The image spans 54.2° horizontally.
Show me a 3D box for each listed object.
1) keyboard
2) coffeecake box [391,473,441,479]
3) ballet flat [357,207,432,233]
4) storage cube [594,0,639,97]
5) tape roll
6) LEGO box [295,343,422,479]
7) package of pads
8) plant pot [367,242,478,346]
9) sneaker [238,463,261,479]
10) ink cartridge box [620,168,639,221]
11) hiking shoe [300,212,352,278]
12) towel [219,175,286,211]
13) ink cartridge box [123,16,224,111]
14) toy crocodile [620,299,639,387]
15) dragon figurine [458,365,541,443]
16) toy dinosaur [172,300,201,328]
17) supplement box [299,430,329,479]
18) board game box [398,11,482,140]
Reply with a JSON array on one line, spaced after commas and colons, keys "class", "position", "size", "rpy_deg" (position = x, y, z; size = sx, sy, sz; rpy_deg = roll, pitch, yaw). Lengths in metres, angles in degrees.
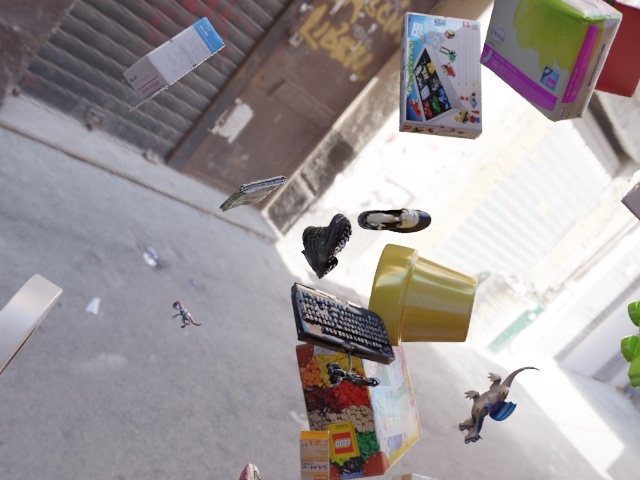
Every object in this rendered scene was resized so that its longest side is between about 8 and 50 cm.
[{"class": "keyboard", "position": [0.059, 0.204, 1.252], "size": [0.317, 0.033, 0.201], "rpy_deg": [24, 45, -47]}, {"class": "coffeecake box", "position": [0.246, 0.616, 1.409], "size": [0.185, 0.068, 0.142], "rpy_deg": [25, 54, -32]}, {"class": "ballet flat", "position": [0.200, -0.055, 1.677], "size": [0.203, 0.074, 0.074], "rpy_deg": [0, 15, 3]}, {"class": "storage cube", "position": [0.623, -0.452, 1.428], "size": [0.193, 0.215, 0.183], "rpy_deg": [0, 26, -32]}, {"class": "tape roll", "position": [-0.707, 0.248, 1.356], "size": [0.072, 0.392, 0.392], "rpy_deg": [37, 14, -13]}, {"class": "LEGO box", "position": [0.132, 0.470, 1.890], "size": [0.500, 0.193, 0.372], "rpy_deg": [14, 63, -69]}, {"class": "package of pads", "position": [0.462, -0.420, 1.300], "size": [0.101, 0.229, 0.296], "rpy_deg": [-12, 43, -19]}, {"class": "plant pot", "position": [0.258, 0.150, 1.558], "size": [0.239, 0.254, 0.254], "rpy_deg": [10, 7, 13]}, {"class": "sneaker", "position": [-0.159, 0.764, 1.747], "size": [0.112, 0.121, 0.299], "rpy_deg": [3, 36, -28]}, {"class": "ink cartridge box", "position": [0.708, -0.123, 1.260], "size": [0.086, 0.148, 0.203], "rpy_deg": [49, 40, 5]}, {"class": "hiking shoe", "position": [0.000, 0.000, 1.530], "size": [0.114, 0.227, 0.086], "rpy_deg": [41, 52, 15]}, {"class": "towel", "position": [-0.150, -0.100, 1.388], "size": [0.113, 0.152, 0.023], "rpy_deg": [-16, 83, -30]}, {"class": "ink cartridge box", "position": [-0.263, -0.301, 1.070], "size": [0.104, 0.180, 0.060], "rpy_deg": [-9, -58, 51]}, {"class": "toy crocodile", "position": [0.800, 0.221, 1.481], "size": [0.105, 0.115, 0.340], "rpy_deg": [47, 48, -9]}, {"class": "dragon figurine", "position": [0.501, 0.457, 1.787], "size": [0.085, 0.289, 0.144], "rpy_deg": [47, -7, 47]}, {"class": "toy dinosaur", "position": [-0.409, 0.218, 1.859], "size": [0.090, 0.047, 0.082], "rpy_deg": [14, 50, -39]}, {"class": "supplement box", "position": [-0.012, 0.455, 1.321], "size": [0.062, 0.098, 0.036], "rpy_deg": [-1, 13, 1]}, {"class": "board game box", "position": [0.290, -0.397, 1.505], "size": [0.193, 0.305, 0.053], "rpy_deg": [6, -17, -5]}]
